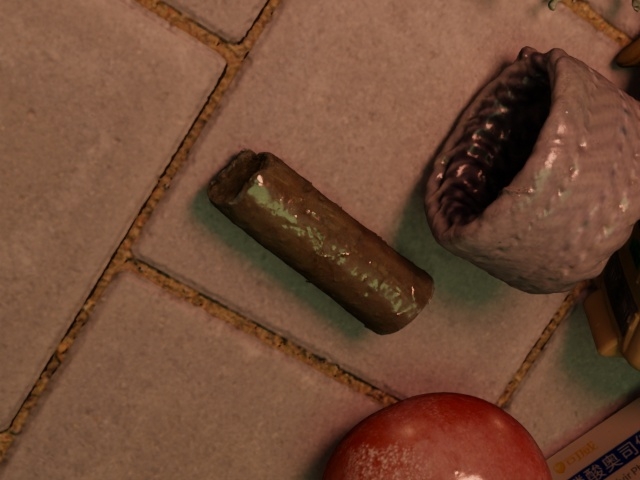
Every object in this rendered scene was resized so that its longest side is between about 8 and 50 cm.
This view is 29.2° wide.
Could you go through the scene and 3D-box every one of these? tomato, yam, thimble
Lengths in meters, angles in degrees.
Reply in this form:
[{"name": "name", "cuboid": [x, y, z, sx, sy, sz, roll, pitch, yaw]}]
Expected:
[{"name": "tomato", "cuboid": [0.139, 0.308, 1.385, 0.270, 0.227, 0.270, -5, 110, -13]}, {"name": "yam", "cuboid": [0.000, 0.000, 1.330, 0.259, 0.093, 0.093, 38, 95, -21]}, {"name": "thimble", "cuboid": [0.237, -0.071, 1.307, 0.157, 0.217, 0.245, 30, 79, -24]}]

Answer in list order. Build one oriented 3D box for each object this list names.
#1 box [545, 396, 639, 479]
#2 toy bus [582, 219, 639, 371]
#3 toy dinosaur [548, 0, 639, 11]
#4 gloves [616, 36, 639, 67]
[{"name": "box", "cuboid": [0.444, 0.266, 1.460, 0.343, 0.200, 0.065, -34, 135, -2]}, {"name": "toy bus", "cuboid": [0.433, -0.007, 1.325, 0.202, 0.177, 0.365, 5, 131, -9]}, {"name": "toy dinosaur", "cuboid": [0.358, -0.328, 1.323, 0.383, 0.076, 0.129, -27, 87, -11]}, {"name": "gloves", "cuboid": [0.449, -0.237, 1.341, 0.154, 0.141, 0.331, 26, 99, -21]}]
